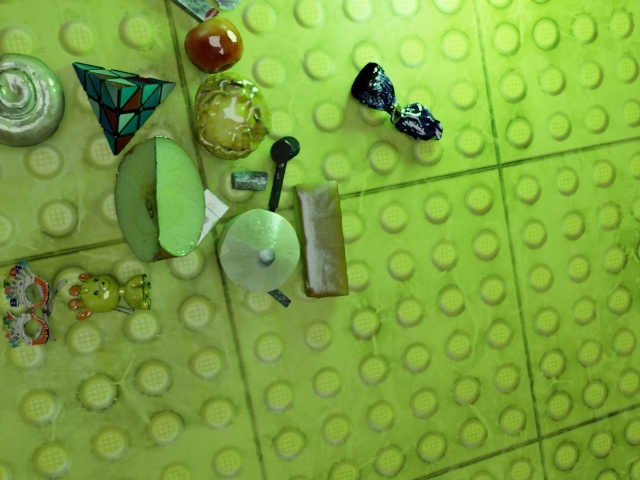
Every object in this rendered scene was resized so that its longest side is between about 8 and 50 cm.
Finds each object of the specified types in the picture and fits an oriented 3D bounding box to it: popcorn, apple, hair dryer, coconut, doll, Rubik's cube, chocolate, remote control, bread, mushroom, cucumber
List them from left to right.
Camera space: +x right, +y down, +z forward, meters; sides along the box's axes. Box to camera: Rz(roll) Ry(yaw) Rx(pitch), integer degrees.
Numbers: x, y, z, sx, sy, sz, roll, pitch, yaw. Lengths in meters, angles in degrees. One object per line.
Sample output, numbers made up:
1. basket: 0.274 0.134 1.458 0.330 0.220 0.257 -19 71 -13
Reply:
1. mushroom: -0.797 -0.361 1.569 0.255 0.184 0.254 0 90 -30
2. doll: -0.596 0.150 1.697 0.221 0.135 0.143 -6 63 -10
3. Rubik's cube: -0.507 -0.386 1.706 0.234 0.284 0.250 -28 127 -34
4. apple: -0.450 -0.116 1.675 0.254 0.179 0.346 -4 100 -11
5. apple: -0.300 -0.550 1.710 0.163 0.163 0.139 -34 104 -12
6. popcorn: -0.250 -0.351 1.723 0.250 0.190 0.250 -9 115 -21
7. cucumber: -0.213 -0.181 1.808 0.112 0.064 0.064 3 93 -13
8. coconut: -0.179 0.029 1.735 0.239 0.244 0.239 -1 93 -15
9. remote control: -0.132 0.172 1.876 0.091 0.016 0.034 43 66 -15
10. hair dryer: -0.119 -0.191 1.830 0.071 0.114 0.248 13 110 6
11. bread: 0.000 0.000 1.872 0.138 0.077 0.361 -7 95 -17
12. chocolate: 0.252 -0.411 1.911 0.343 0.126 0.148 34 47 -23

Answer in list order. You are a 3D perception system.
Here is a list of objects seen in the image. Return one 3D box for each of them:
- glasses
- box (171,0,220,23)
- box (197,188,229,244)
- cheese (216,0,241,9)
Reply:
1. glasses: -0.799 0.177 1.664 0.162 0.095 0.255 6 93 11
2. box: -0.395 -0.702 1.734 0.218 0.039 0.055 34 82 -16
3. box: -0.359 -0.063 1.791 0.090 0.024 0.167 41 83 -13
4. cheese: -0.272 -0.772 1.764 0.105 0.042 0.190 -1 91 -18
